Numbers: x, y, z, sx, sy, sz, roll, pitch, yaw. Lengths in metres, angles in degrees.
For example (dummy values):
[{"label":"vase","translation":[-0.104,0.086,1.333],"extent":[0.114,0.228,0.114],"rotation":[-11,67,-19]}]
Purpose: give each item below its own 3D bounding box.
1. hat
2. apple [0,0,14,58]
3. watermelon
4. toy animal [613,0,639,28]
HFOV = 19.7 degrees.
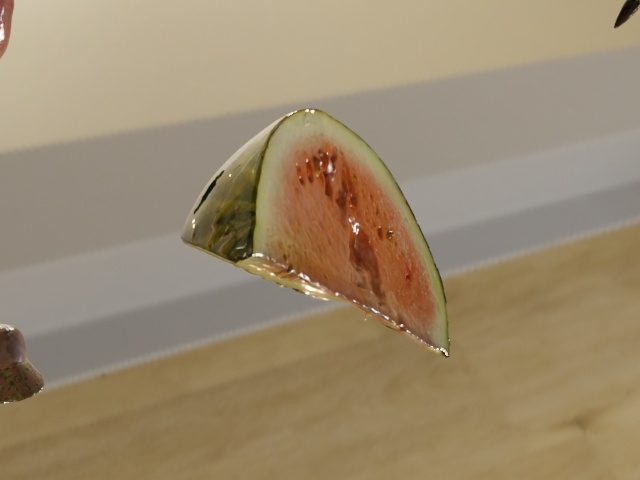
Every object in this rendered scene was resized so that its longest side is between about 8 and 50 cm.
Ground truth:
[{"label":"hat","translation":[-0.269,0.101,1.571],"extent":[0.058,0.042,0.087],"rotation":[-11,-145,-11]},{"label":"apple","translation":[-0.382,-0.238,1.922],"extent":[0.120,0.153,0.153],"rotation":[2,-130,-22]},{"label":"watermelon","translation":[-0.024,0.000,1.404],"extent":[0.303,0.128,0.159],"rotation":[29,-134,-56]},{"label":"toy animal","translation":[0.211,-0.221,1.112],"extent":[0.272,0.197,0.160],"rotation":[34,-166,13]}]
